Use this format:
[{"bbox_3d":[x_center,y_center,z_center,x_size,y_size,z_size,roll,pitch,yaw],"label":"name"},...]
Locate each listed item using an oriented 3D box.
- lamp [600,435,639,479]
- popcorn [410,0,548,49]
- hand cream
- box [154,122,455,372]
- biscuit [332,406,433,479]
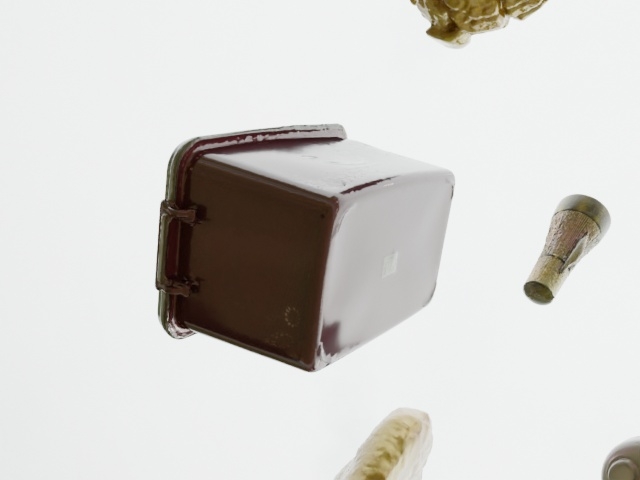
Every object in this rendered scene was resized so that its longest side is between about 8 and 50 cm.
[{"bbox_3d":[0.424,0.341,0.831,0.246,0.108,0.179,54,-51,38],"label":"lamp"},{"bbox_3d":[0.172,-0.305,0.791,0.194,0.140,0.163,10,-110,31],"label":"popcorn"},{"bbox_3d":[0.352,0.017,1.050,0.084,0.203,0.084,27,-38,23],"label":"hand cream"},{"bbox_3d":[0.000,0.000,0.690,0.167,0.294,0.193,20,-69,29],"label":"box"},{"bbox_3d":[0.032,0.431,1.018,0.104,0.446,0.429,25,-41,20],"label":"biscuit"}]
